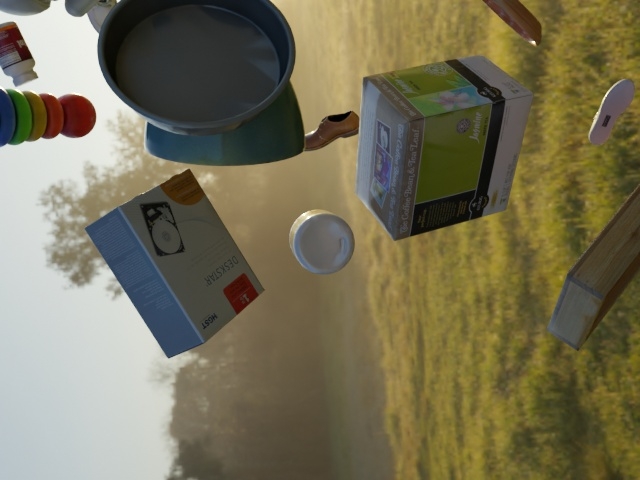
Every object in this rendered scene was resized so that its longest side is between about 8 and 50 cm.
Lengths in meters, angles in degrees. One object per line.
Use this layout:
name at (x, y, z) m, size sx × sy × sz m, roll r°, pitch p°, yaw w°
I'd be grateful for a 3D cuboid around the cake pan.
cake pan at (-0.185, -0.278, 1.182) m, size 0.054 × 0.293 × 0.293 m, roll 104°, pitch 162°, yaw -63°

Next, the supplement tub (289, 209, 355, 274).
supplement tub at (0.000, 0.000, 1.882) m, size 0.200 × 0.144 × 0.144 m, roll -136°, pitch 42°, yaw -82°

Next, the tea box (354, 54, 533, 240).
tea box at (0.273, -0.218, 1.816) m, size 0.220 × 0.324 × 0.329 m, roll -126°, pitch 29°, yaw -44°

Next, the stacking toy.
stacking toy at (-0.569, -0.235, 1.454) m, size 0.141 × 0.330 × 0.141 m, roll 10°, pitch 106°, yaw 39°

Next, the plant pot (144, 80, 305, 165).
plant pot at (-0.169, -0.263, 1.388) m, size 0.290 × 0.290 × 0.195 m, roll -106°, pitch 17°, yaw -69°

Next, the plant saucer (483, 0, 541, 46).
plant saucer at (0.390, -0.484, 1.624) m, size 0.037 × 0.200 × 0.200 m, roll -46°, pitch 22°, yaw 16°

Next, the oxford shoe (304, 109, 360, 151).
oxford shoe at (0.016, -0.319, 2.232) m, size 0.076 × 0.212 × 0.076 m, roll 51°, pitch -152°, yaw -38°

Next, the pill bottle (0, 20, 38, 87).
pill bottle at (-0.785, -0.475, 1.994) m, size 0.086 × 0.086 × 0.152 m, roll -113°, pitch 0°, yaw -76°

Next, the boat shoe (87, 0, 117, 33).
boat shoe at (-0.556, -0.617, 1.961) m, size 0.076 × 0.083 × 0.226 m, roll -122°, pitch 22°, yaw -56°

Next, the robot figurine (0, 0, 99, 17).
robot figurine at (-0.474, -0.522, 1.319) m, size 0.300 × 0.353 × 0.199 m, roll 47°, pitch -170°, yaw -36°

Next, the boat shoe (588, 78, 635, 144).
boat shoe at (0.556, -0.251, 1.502) m, size 0.040 × 0.049 × 0.142 m, roll -69°, pitch -1°, yaw -54°

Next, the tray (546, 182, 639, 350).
tray at (0.554, -0.012, 1.376) m, size 0.076 × 0.411 × 0.203 m, roll 34°, pitch 156°, yaw 24°

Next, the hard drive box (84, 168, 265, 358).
hard drive box at (-0.216, 0.031, 1.194) m, size 0.232 × 0.089 × 0.181 m, roll 59°, pitch -146°, yaw -8°
